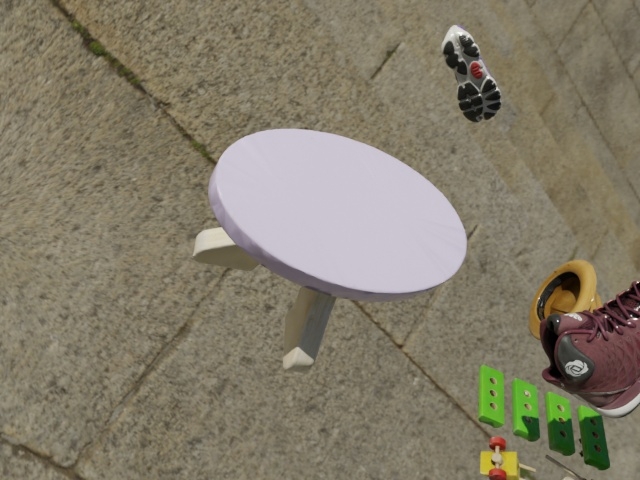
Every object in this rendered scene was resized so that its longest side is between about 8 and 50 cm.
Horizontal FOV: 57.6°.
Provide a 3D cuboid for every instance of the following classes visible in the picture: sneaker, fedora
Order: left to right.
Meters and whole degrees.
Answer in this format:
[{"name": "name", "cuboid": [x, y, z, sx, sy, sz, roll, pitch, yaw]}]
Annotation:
[{"name": "sneaker", "cuboid": [0.249, -0.273, 0.949, 0.169, 0.068, 0.071, 62, 28, -31]}, {"name": "fedora", "cuboid": [0.494, 0.129, 1.143, 0.079, 0.194, 0.194, 29, 76, -6]}, {"name": "sneaker", "cuboid": [0.394, 0.103, 0.765, 0.163, 0.106, 0.281, 22, 109, -8]}]

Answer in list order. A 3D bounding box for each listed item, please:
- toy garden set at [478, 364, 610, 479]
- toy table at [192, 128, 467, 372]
[{"name": "toy garden set", "cuboid": [0.375, 0.350, 1.000, 0.244, 0.049, 0.203, 23, 42, -4]}, {"name": "toy table", "cuboid": [0.000, 0.000, 0.636, 0.274, 0.161, 0.252, 23, 56, -14]}]
